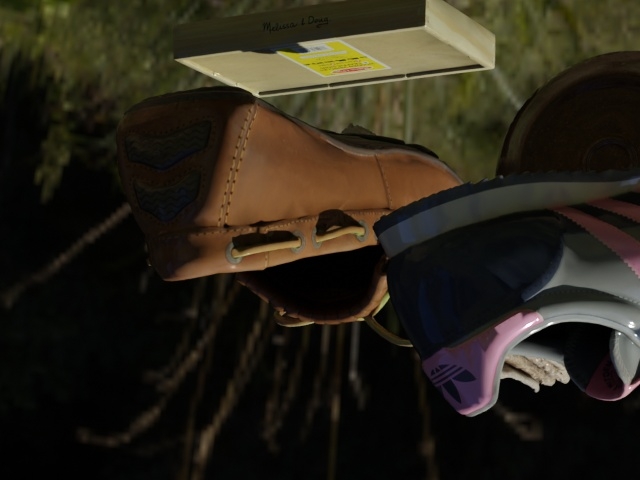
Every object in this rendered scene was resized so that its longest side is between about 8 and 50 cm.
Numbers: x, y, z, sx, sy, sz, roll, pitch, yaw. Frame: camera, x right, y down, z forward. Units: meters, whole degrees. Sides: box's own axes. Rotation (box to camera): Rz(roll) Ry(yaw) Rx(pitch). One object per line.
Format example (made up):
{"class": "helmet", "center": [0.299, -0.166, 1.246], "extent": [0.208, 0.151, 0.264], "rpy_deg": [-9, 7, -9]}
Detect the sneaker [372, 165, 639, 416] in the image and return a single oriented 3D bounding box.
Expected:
{"class": "sneaker", "center": [0.184, 0.026, 1.131], "extent": [0.319, 0.131, 0.112], "rpy_deg": [-8, 166, -24]}

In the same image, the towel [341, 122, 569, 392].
{"class": "towel", "center": [0.116, 0.023, 1.698], "extent": [0.049, 0.187, 0.282], "rpy_deg": [-36, 141, 14]}

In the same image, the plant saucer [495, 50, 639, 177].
{"class": "plant saucer", "center": [0.222, -0.054, 1.459], "extent": [0.199, 0.198, 0.036], "rpy_deg": [-11, 163, 20]}

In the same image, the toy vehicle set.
{"class": "toy vehicle set", "center": [0.014, -0.186, 1.869], "extent": [0.267, 0.035, 0.166], "rpy_deg": [-5, 169, 26]}

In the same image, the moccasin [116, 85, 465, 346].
{"class": "moccasin", "center": [0.003, 0.000, 1.280], "extent": [0.139, 0.147, 0.380], "rpy_deg": [-7, 171, 21]}
